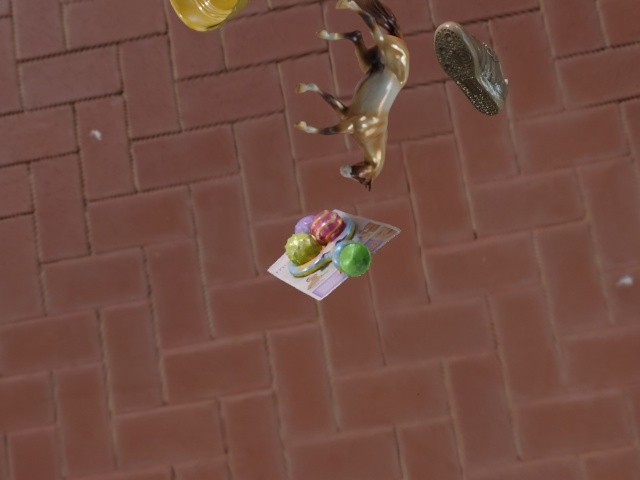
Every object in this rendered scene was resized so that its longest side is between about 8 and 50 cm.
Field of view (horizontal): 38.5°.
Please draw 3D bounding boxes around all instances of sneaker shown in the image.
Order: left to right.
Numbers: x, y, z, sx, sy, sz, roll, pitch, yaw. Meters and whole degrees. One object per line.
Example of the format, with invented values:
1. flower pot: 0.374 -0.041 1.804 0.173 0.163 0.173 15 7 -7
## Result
1. sneaker: 0.237 -0.280 1.426 0.066 0.188 0.071 3 54 40

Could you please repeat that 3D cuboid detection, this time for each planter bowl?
1. planter bowl: -0.132 -0.409 1.315 0.090 0.217 0.217 -10 75 -41

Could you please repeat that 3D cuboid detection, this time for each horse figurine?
1. horse figurine: 0.057 -0.217 1.255 0.174 0.066 0.263 21 84 -34

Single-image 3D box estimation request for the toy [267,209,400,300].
1. toy: 0.000 0.000 1.230 0.137 0.237 0.056 -41 112 -10
